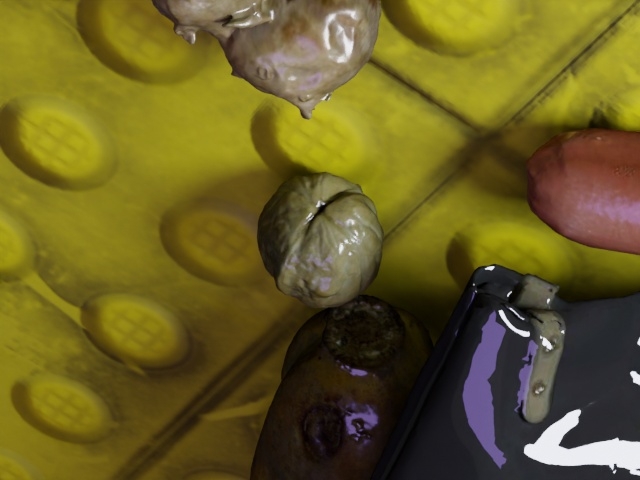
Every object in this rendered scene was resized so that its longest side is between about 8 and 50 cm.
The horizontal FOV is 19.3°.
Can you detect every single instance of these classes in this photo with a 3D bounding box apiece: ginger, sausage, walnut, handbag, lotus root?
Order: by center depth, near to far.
[{"bbox_3d":[-0.053,-0.160,1.041,0.204,0.080,0.104,38,102,-20],"label":"ginger"},{"bbox_3d":[0.215,-0.024,1.089,0.194,0.077,0.077,7,136,13],"label":"sausage"},{"bbox_3d":[0.192,0.134,1.183,0.342,0.152,0.288,0,127,-12],"label":"handbag"},{"bbox_3d":[0.000,0.000,1.187,0.092,0.092,0.092,10,137,10],"label":"walnut"},{"bbox_3d":[0.020,0.135,1.286,0.123,0.124,0.241,13,140,-4],"label":"lotus root"}]
